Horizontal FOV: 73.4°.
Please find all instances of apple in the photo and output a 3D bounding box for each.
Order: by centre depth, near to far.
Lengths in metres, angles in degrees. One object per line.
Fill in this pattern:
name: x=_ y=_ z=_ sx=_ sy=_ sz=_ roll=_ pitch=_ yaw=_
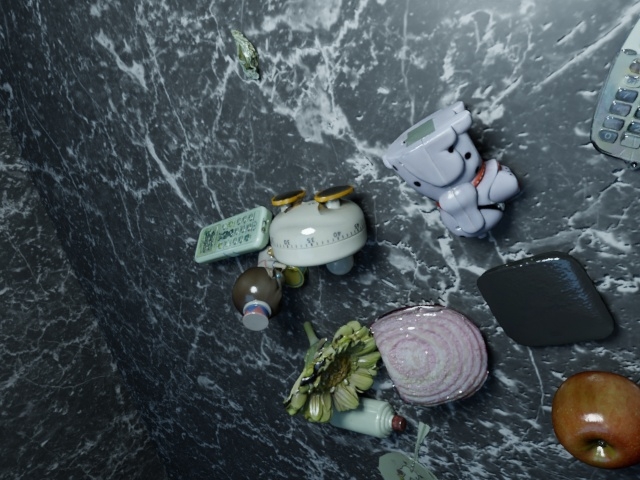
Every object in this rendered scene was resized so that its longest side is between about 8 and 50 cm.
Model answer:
apple: x=0.553 y=0.348 z=0.837 sx=0.181 sy=0.168 sz=0.181 roll=14 pitch=120 yaw=25

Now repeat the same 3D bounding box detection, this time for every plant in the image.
plant: x=0.018 y=0.321 z=1.178 sx=0.261 sy=0.306 sz=0.297 roll=90 pitch=158 yaw=-63

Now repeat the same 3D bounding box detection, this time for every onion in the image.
onion: x=0.274 y=0.261 z=1.051 sx=0.247 sy=0.111 sz=0.250 roll=-22 pitch=89 yaw=20

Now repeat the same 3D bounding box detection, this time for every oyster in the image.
oyster: x=-0.179 y=-0.450 z=1.048 sx=0.098 sy=0.037 sz=0.100 roll=45 pitch=157 yaw=34

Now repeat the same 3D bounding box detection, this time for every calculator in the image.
calculator: x=0.517 y=-0.226 z=0.628 sx=0.177 sy=0.040 sz=0.268 roll=25 pitch=128 yaw=25

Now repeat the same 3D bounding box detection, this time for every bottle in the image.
bottle: x=0.143 y=0.529 z=1.294 sx=0.245 sy=0.104 sz=0.104 roll=-6 pitch=110 yaw=40

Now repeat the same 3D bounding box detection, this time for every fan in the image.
fan: x=0.288 y=0.704 z=1.340 sx=0.233 sy=0.012 sz=0.414 roll=18 pitch=124 yaw=28

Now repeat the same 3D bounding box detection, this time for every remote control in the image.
remote control: x=-0.267 y=-0.008 z=1.309 sx=0.335 sy=0.065 sz=0.128 roll=-14 pitch=63 yaw=42

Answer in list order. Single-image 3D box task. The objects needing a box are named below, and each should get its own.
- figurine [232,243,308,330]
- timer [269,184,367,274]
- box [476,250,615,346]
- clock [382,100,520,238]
figurine: x=-0.146 y=0.128 z=1.176 sx=0.158 sy=0.275 sz=0.161 roll=39 pitch=137 yaw=-7
timer: x=0.000 y=0.000 z=1.022 sx=0.233 sy=0.233 sz=0.240 roll=2 pitch=112 yaw=37
box: x=0.449 y=0.126 z=0.875 sx=0.212 sy=0.042 sz=0.201 roll=-27 pitch=96 yaw=44
clock: x=0.262 y=-0.111 z=0.815 sx=0.189 sy=0.189 sz=0.254 roll=-27 pitch=109 yaw=43
